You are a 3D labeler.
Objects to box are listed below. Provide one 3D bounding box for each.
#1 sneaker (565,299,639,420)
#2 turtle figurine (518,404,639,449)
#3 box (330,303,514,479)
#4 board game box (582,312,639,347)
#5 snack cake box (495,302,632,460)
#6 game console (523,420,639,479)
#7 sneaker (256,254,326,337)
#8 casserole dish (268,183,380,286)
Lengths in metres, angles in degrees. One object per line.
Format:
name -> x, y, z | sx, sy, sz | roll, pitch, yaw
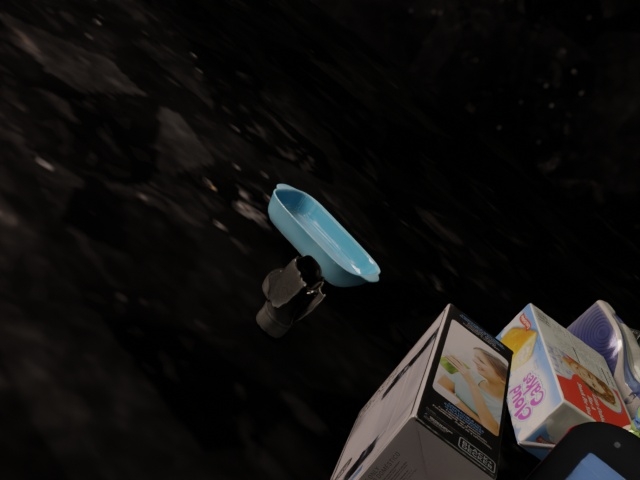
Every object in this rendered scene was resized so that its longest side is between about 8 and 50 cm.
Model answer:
sneaker -> 0.484, 0.256, 1.734 | 0.182, 0.127, 0.316 | 25, 30, -44
turtle figurine -> 0.382, 0.320, 1.362 | 0.266, 0.274, 0.198 | 54, -7, -17
box -> 0.090, 0.188, 1.077 | 0.087, 0.169, 0.290 | 37, 21, 1
board game box -> 0.513, 0.195, 1.888 | 0.186, 0.026, 0.126 | 46, -16, -33
snack cake box -> 0.334, 0.214, 1.576 | 0.152, 0.089, 0.264 | 36, 20, -15
game console -> 0.313, 0.345, 1.063 | 0.342, 0.060, 0.386 | 34, 36, 21
sneaker -> -0.026, 0.051, 1.277 | 0.051, 0.089, 0.170 | 36, 20, -9
casserole dish -> 0.000, 0.000, 1.520 | 0.188, 0.037, 0.114 | 46, 20, 20
